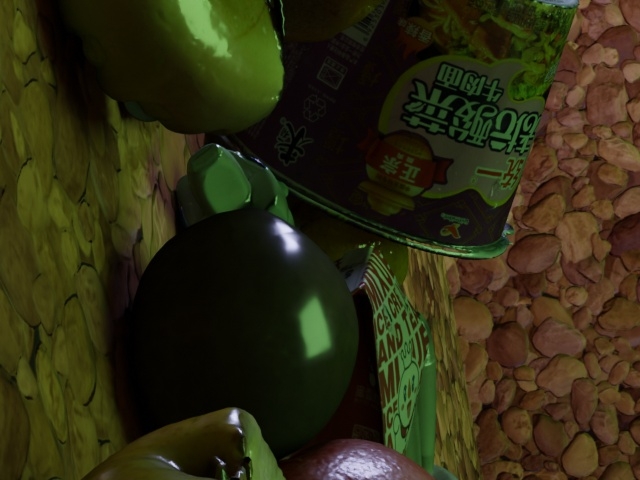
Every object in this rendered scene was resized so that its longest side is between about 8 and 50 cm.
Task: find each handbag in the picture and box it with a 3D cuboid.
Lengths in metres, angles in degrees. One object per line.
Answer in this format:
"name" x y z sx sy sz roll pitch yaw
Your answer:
"handbag" 0.014 0.159 1.749 0.171 0.151 0.298 -67 172 -72

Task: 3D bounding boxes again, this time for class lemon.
"lemon" 0.006 0.008 2.057 0.207 0.170 0.170 44 37 -59

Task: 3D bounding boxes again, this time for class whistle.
"whistle" -0.079 -0.024 1.824 0.092 0.110 0.244 50 -5 28

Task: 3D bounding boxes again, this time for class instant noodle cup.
"instant noodle cup" 0.093 -0.174 1.979 0.340 0.340 0.266 -64 178 -73

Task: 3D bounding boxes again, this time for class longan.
"longan" -0.061 0.079 1.581 0.198 0.198 0.212 68 16 -51

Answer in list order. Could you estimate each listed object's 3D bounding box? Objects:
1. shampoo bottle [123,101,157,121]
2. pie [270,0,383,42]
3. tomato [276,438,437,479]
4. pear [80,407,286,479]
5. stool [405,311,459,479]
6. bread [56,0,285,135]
"shampoo bottle" -0.135 -0.170 1.761 0.234 0.049 0.087 -79 151 -62
"pie" -0.058 -0.251 1.653 0.273 0.273 0.069 66 29 -56
"tomato" 0.015 0.291 1.530 0.265 0.265 0.265 -9 90 -80
"pear" -0.090 0.303 1.192 0.340 0.191 0.386 -80 158 -73
"stool" 0.032 0.200 1.947 0.195 0.195 0.199 -66 146 -64
"bread" -0.140 -0.196 1.534 0.156 0.158 0.261 -25 102 -58
